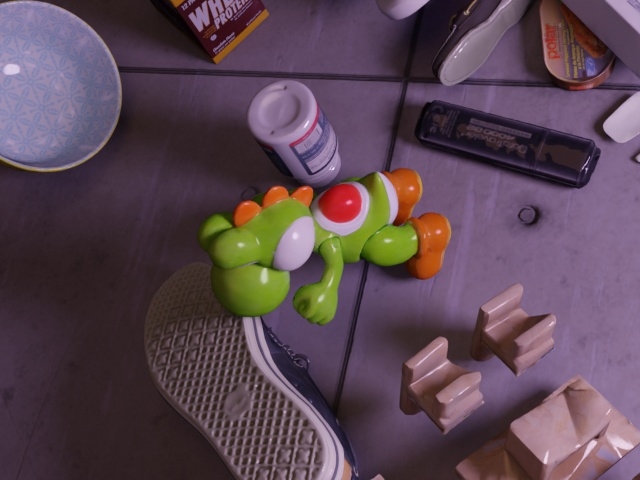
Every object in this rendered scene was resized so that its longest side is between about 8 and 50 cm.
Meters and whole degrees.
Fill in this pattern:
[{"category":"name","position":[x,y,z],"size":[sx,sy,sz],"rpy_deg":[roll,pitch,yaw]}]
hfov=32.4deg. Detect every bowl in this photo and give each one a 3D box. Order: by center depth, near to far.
[{"category":"bowl","position":[-0.497,-0.241,1.861],"size":[0.156,0.289,0.289],"rpy_deg":[-19,51,59]}]

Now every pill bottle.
[{"category":"pill bottle","position":[-0.033,-0.154,1.668],"size":[0.108,0.180,0.108],"rpy_deg":[-7,64,15]}]

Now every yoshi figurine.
[{"category":"yoshi figurine","position":[-0.012,0.012,1.543],"size":[0.203,0.362,0.203],"rpy_deg":[2,99,58]}]

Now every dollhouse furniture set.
[{"category":"dollhouse furniture set","position":[0.219,0.332,1.385],"size":[0.394,0.256,0.362],"rpy_deg":[-32,59,-21]}]

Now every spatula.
[{"category":"spatula","position":[0.547,-0.185,1.578],"size":[0.242,0.019,0.168],"rpy_deg":[-38,60,-1]}]

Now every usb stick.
[{"category":"usb stick","position":[0.274,-0.145,1.638],"size":[0.278,0.045,0.077],"rpy_deg":[19,81,25]}]

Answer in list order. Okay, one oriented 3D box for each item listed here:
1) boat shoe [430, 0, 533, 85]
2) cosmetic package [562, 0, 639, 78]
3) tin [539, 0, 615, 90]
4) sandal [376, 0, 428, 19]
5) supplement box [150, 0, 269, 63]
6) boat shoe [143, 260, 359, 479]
[{"category":"boat shoe","position":[0.243,-0.334,1.717],"size":[0.068,0.081,0.228],"rpy_deg":[35,74,31]},{"category":"cosmetic package","position":[0.484,-0.450,1.653],"size":[0.284,0.097,0.377],"rpy_deg":[-30,60,-10]},{"category":"tin","position":[0.390,-0.314,1.680],"size":[0.106,0.040,0.190],"rpy_deg":[-5,65,12]},{"category":"sandal","position":[0.219,-0.494,1.778],"size":[0.169,0.102,0.416],"rpy_deg":[1,52,55]},{"category":"supplement box","position":[-0.219,-0.438,1.851],"size":[0.129,0.194,0.191],"rpy_deg":[-44,61,-3]},{"category":"boat shoe","position":[-0.103,0.213,1.549],"size":[0.187,0.156,0.500],"rpy_deg":[-43,47,0]}]
